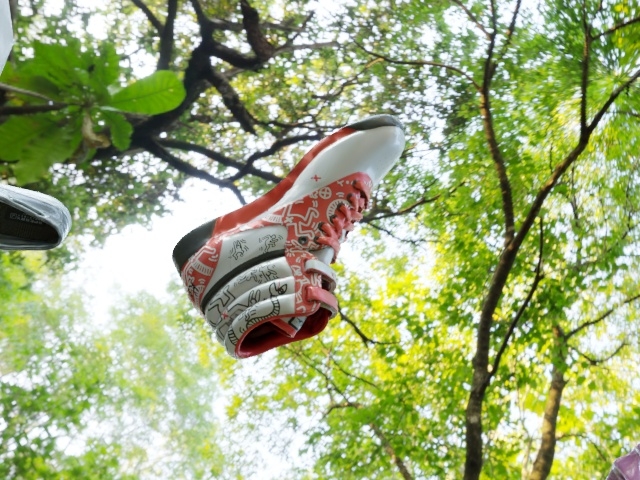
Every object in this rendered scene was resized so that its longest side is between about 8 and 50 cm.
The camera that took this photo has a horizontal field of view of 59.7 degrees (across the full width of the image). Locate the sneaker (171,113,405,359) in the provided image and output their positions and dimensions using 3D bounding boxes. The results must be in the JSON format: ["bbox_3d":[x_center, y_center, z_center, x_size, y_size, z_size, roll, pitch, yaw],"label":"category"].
[{"bbox_3d":[0.000,0.001,0.534,0.270,0.090,0.145,-33,-121,-4],"label":"sneaker"}]

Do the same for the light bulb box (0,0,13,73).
[{"bbox_3d":[-0.481,-0.230,0.448,0.358,0.361,0.225,-115,-149,-50],"label":"light bulb box"}]

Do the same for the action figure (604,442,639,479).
[{"bbox_3d":[0.422,0.402,0.577,0.275,0.370,0.248,-5,-59,10],"label":"action figure"}]

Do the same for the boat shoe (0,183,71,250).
[{"bbox_3d":[-0.581,-0.056,0.901,0.119,0.335,0.121,33,-67,62],"label":"boat shoe"}]
